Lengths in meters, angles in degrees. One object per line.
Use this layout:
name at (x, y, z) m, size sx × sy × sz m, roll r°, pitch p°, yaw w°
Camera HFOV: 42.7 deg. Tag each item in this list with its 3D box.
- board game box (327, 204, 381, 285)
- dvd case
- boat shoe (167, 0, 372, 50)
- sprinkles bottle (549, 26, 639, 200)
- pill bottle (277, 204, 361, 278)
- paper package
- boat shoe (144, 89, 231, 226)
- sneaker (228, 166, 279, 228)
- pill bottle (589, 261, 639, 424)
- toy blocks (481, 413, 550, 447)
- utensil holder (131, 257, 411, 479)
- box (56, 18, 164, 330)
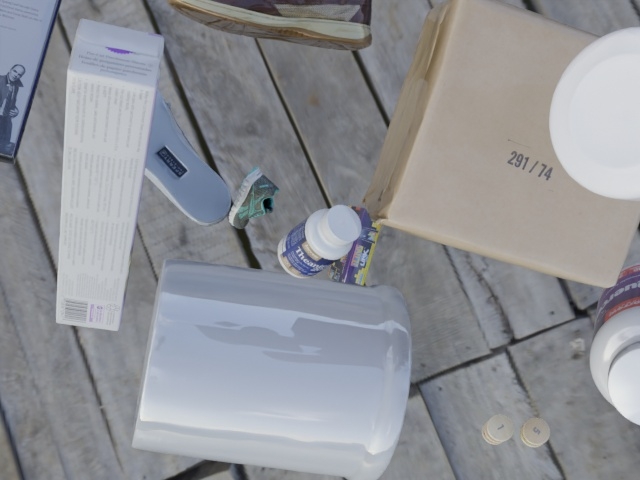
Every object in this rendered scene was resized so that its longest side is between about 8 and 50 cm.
board game box at (0.073, 0.012, 1.765) m, size 0.048 × 0.141 × 0.170 m, roll 16°, pitch 91°, yaw -13°
dvd case at (-0.416, -0.220, 0.950) m, size 0.179 × 0.029 × 0.238 m, roll 13°, pitch 70°, yaw -13°
boat shoe at (-0.072, -0.392, 1.317) m, size 0.342 × 0.123 × 0.123 m, roll 5°, pitch 95°, yaw -18°
sprinkles bottle at (0.333, -0.088, 0.687) m, size 0.121 × 0.356 × 0.121 m, roll 0°, pitch 90°, yaw 45°
pill bottle at (0.000, 0.000, 1.038) m, size 0.067 × 0.120 × 0.067 m, roll 13°, pitch 63°, yaw -27°
paper package at (0.258, -0.128, 1.072) m, size 0.325 × 0.168 × 0.309 m, roll 17°, pitch 98°, yaw -10°
boat shoe at (-0.308, -0.176, 1.608) m, size 0.136 × 0.156 × 0.367 m, roll -42°, pitch 91°, yaw -12°
sneaker at (-0.133, -0.070, 1.651) m, size 0.076 × 0.166 × 0.065 m, roll 35°, pitch 50°, yaw 7°
pill bottle at (0.516, 0.158, 1.266) m, size 0.182 × 0.323 × 0.181 m, roll 6°, pitch 108°, yaw 20°
toy blocks at (0.391, 0.388, 1.655) m, size 0.123 × 0.148 × 0.054 m, roll 4°, pitch 73°, yaw 7°
utensil holder at (-0.088, 0.204, 1.327) m, size 0.386 × 0.327 × 0.327 m, roll 10°, pitch 83°, yaw -11°
box at (-0.187, -0.036, 0.703) m, size 0.067 × 0.324 × 0.063 m, roll 8°, pitch 49°, yaw -12°
